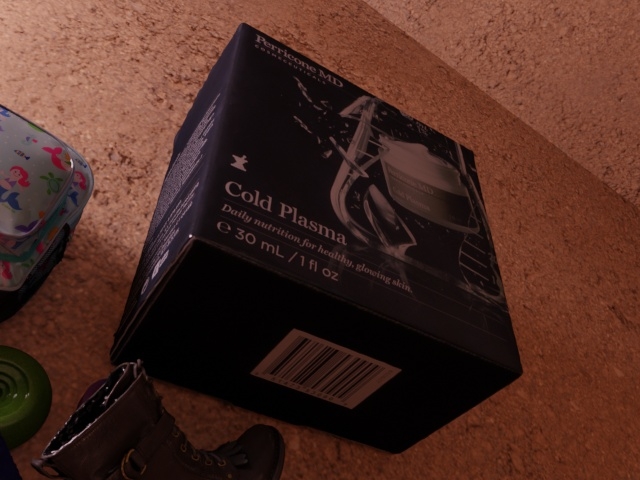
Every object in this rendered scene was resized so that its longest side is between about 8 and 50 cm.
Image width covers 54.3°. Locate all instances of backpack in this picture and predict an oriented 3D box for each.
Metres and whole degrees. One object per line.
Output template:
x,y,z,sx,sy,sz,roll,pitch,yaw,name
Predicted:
-0.407,-0.055,0.762,0.225,0.191,0.254,32,35,-11,backpack

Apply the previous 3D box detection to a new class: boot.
-0.160,0.231,0.701,0.263,0.091,0.229,-43,114,-49,boot

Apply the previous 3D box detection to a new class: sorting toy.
-0.363,0.140,0.658,0.365,0.126,0.127,17,46,-27,sorting toy

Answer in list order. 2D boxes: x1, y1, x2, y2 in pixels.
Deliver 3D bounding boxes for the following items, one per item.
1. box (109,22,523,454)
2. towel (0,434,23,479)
0.000,0.000,0.961,0.479,0.297,0.472,24,41,-22,box
-0.332,0.235,0.474,0.308,0.076,0.228,-119,-167,-78,towel
